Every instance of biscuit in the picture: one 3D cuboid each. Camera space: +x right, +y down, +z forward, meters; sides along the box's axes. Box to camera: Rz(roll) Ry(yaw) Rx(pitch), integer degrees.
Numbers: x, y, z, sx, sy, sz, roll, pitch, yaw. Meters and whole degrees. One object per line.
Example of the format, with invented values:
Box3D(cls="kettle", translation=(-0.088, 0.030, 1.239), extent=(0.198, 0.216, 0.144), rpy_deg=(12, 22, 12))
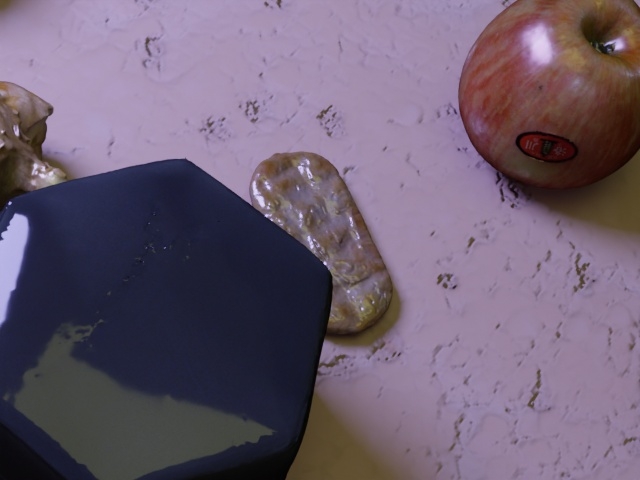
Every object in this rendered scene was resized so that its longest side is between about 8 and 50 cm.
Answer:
Box3D(cls="biscuit", translation=(0.000, 0.000, 1.149), extent=(0.071, 0.018, 0.147), rpy_deg=(-15, 66, -21))

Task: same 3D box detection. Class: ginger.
Box3D(cls="ginger", translation=(-0.256, -0.065, 1.084), extent=(0.216, 0.102, 0.157), rpy_deg=(24, 32, 8))

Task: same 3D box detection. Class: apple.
Box3D(cls="apple", translation=(0.175, -0.114, 1.188), extent=(0.146, 0.131, 0.146), rpy_deg=(9, 58, -14))

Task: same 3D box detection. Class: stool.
Box3D(cls="stool", translation=(-0.110, 0.075, 1.011), extent=(0.232, 0.141, 0.232), rpy_deg=(6, 60, -10))
